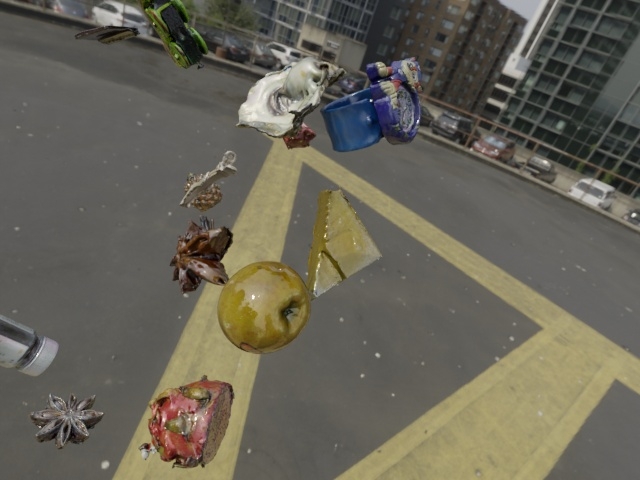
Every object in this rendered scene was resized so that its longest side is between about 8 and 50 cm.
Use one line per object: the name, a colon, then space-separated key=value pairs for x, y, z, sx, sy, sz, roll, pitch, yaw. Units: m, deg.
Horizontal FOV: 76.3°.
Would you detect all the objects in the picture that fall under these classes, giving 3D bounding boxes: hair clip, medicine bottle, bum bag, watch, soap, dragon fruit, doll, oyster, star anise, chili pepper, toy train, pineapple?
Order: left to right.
medicine bottle: x=-1.203 y=0.412 z=1.594 sx=0.273 sy=0.165 sz=0.165 roll=48 pitch=9 yaw=-37
star anise: x=-0.958 y=0.687 z=1.545 sx=0.224 sy=0.108 sz=0.236 roll=19 pitch=23 yaw=-3
bum bag: x=-0.575 y=-0.557 z=1.105 sx=0.109 sy=0.026 sz=0.159 roll=-9 pitch=23 yaw=12
doll: x=-0.638 y=0.780 z=1.523 sx=0.058 sy=0.085 sz=0.040 roll=61 pitch=9 yaw=21
toy train: x=-0.428 y=-0.622 z=1.131 sx=0.101 sy=0.296 sz=0.161 roll=-39 pitch=45 yaw=-11
dragon fruit: x=-0.482 y=0.624 z=1.444 sx=0.263 sy=0.295 sz=0.314 roll=10 pitch=-12 yaw=6
pineapple: x=-0.551 y=-0.232 z=1.874 sx=0.193 sy=0.166 sz=0.166 roll=59 pitch=26 yaw=-13
star anise: x=-0.329 y=0.021 z=1.160 sx=0.148 sy=0.237 sz=0.346 roll=31 pitch=15 yaw=-31
hair clip: x=-0.293 y=-0.154 z=1.055 sx=0.034 sy=0.226 sz=0.072 roll=30 pitch=44 yaw=-40
oyster: x=-0.073 y=-0.306 z=0.890 sx=0.223 sy=0.083 sz=0.214 roll=12 pitch=65 yaw=31
chili pepper: x=-0.134 y=-0.521 z=1.831 sx=0.144 sy=0.136 sz=0.252 roll=-29 pitch=64 yaw=-6
soap: x=0.000 y=0.000 z=1.450 sx=0.305 sy=0.169 sz=0.338 roll=-29 pitch=83 yaw=-21
watch: x=0.106 y=-0.281 z=0.886 sx=0.200 sy=0.170 sz=0.196 roll=-4 pitch=19 yaw=37

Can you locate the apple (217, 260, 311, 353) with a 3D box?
apple: x=-0.100 y=0.125 z=0.762 sx=0.183 sy=0.182 sz=0.155 roll=-9 pitch=4 yaw=-42
